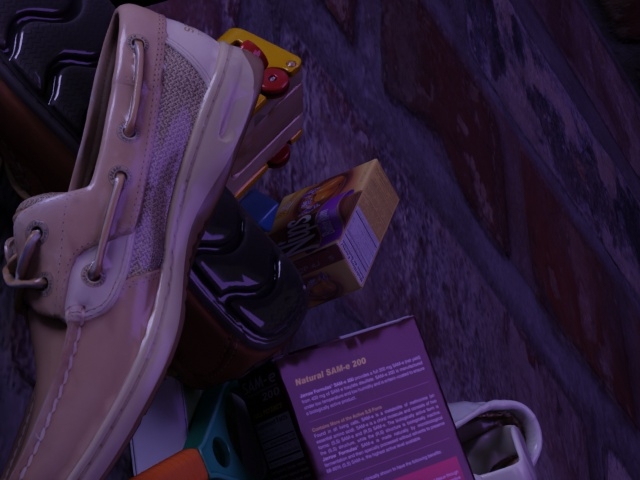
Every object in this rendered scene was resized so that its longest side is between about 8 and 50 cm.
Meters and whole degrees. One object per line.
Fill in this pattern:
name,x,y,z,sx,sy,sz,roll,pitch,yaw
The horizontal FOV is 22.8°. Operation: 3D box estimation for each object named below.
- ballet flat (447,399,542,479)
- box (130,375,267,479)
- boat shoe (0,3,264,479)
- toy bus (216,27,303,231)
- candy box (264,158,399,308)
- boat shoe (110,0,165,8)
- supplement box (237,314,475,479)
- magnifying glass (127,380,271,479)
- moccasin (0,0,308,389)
ballet flat,0.106,0.220,1.328,0.139,0.139,0.400,65,22,-6
box,-0.031,0.242,1.242,0.322,0.058,0.232,35,39,-55
boat shoe,-0.140,0.016,0.956,0.110,0.121,0.341,25,64,-16
toy bus,-0.101,-0.085,1.310,0.104,0.191,0.202,29,10,22
candy box,0.000,0.000,1.456,0.053,0.109,0.186,61,24,-16
boat shoe,-0.178,-0.234,1.307,0.223,0.080,0.073,-13,87,-63
supplement box,0.043,0.188,1.157,0.130,0.073,0.239,-14,81,-31
magnifying glass,-0.078,0.153,1.115,0.231,0.026,0.092,-19,87,-66
moccasin,-0.166,-0.059,1.110,0.380,0.147,0.139,50,42,-10
